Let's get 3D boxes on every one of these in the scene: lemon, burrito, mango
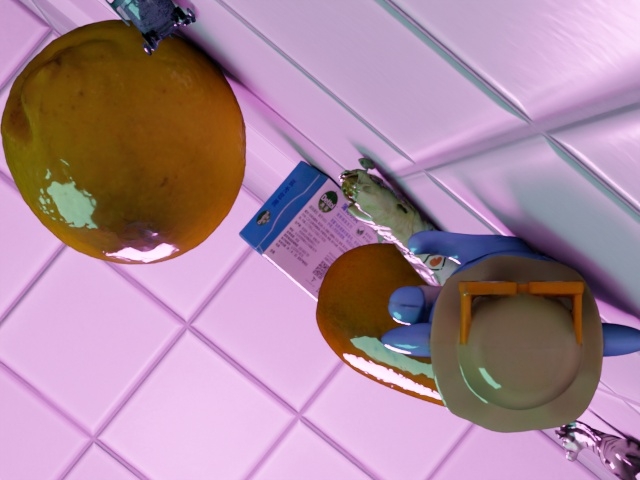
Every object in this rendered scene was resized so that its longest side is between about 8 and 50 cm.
[{"bbox_3d":[-0.228,-0.116,1.484,0.297,0.297,0.297,39,177,2],"label":"lemon"},{"bbox_3d":[0.090,-0.010,1.368,0.104,0.054,0.288,40,179,40],"label":"burrito"},{"bbox_3d":[0.140,0.114,1.566,0.317,0.173,0.211,24,164,30],"label":"mango"}]

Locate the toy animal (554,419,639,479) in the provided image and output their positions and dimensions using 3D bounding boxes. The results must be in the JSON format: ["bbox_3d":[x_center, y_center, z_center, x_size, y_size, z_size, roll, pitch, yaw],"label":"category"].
[{"bbox_3d":[0.445,0.327,1.883,0.176,0.073,0.217,39,172,3],"label":"toy animal"}]

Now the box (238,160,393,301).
[{"bbox_3d":[0.000,0.000,1.759,0.073,0.139,0.194,38,177,47],"label":"box"}]

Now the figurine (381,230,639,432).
[{"bbox_3d":[0.142,0.073,1.024,0.180,0.153,0.262,28,175,-11],"label":"figurine"}]

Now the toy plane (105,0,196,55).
[{"bbox_3d":[-0.171,-0.234,1.202,0.096,0.060,0.235,53,180,-7],"label":"toy plane"}]
